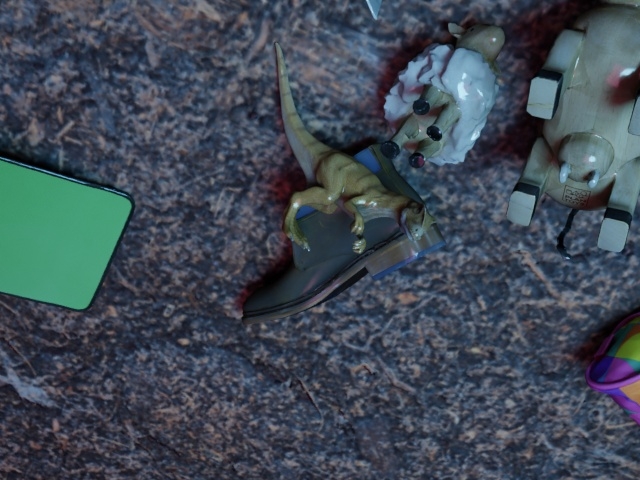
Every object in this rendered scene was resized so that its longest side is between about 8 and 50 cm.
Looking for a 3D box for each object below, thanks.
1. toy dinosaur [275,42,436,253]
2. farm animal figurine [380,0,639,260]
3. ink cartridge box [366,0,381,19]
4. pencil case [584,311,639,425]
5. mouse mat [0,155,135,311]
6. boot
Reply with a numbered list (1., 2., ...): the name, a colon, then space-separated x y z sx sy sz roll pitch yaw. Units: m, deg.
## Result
1. toy dinosaur: 0.006 -0.052 0.659 0.112 0.064 0.211 -49 64 4
2. farm animal figurine: 0.238 -0.134 0.565 0.330 0.172 0.326 30 137 7
3. ink cartridge box: 0.032 -0.259 0.561 0.062 0.104 0.181 -19 114 17
4. pencil case: 0.349 0.171 0.747 0.104 0.104 0.236 -37 107 23
5. mouse mat: -0.286 -0.008 0.755 0.190 0.007 0.152 17 120 -25
6. boot: 0.000 0.000 0.733 0.219 0.082 0.106 -26 87 28
